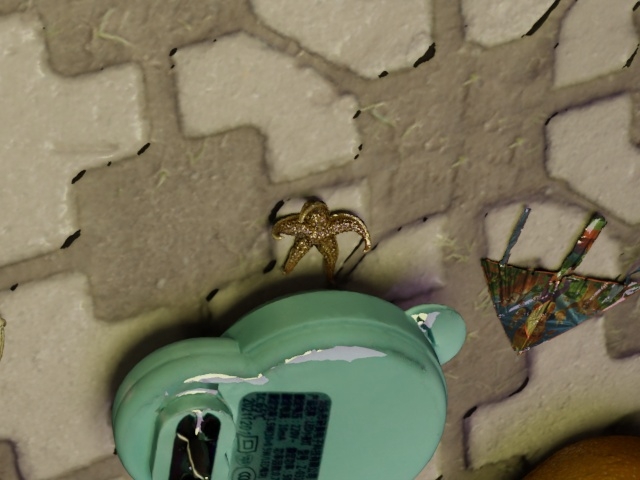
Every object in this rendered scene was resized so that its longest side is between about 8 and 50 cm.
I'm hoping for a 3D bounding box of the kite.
[{"bbox_3d":[0.209,0.039,1.667,0.183,0.010,0.160,9,123,-30],"label":"kite"}]

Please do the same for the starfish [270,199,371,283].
[{"bbox_3d":[0.000,0.000,1.510,0.078,0.028,0.091,-24,136,-2],"label":"starfish"}]

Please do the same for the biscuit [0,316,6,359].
[{"bbox_3d":[-0.308,0.084,1.414,0.152,0.020,0.152,-14,130,-18],"label":"biscuit"}]

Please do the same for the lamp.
[{"bbox_3d":[-0.027,0.135,1.518,0.284,0.147,0.209,-13,128,-30],"label":"lamp"}]

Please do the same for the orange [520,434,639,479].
[{"bbox_3d":[0.271,0.308,1.753,0.264,0.264,0.264,-15,131,-18],"label":"orange"}]
